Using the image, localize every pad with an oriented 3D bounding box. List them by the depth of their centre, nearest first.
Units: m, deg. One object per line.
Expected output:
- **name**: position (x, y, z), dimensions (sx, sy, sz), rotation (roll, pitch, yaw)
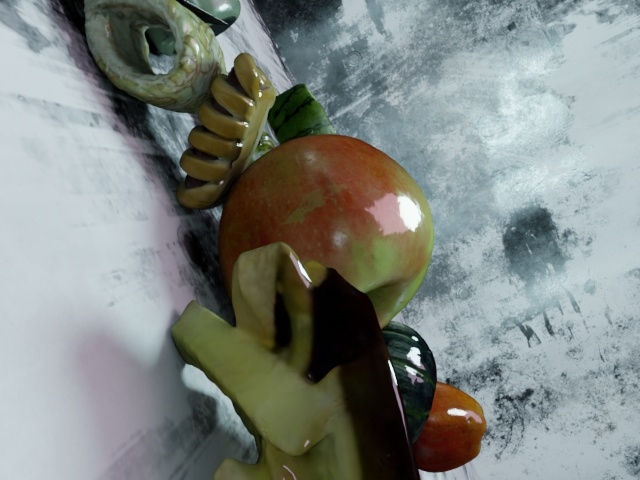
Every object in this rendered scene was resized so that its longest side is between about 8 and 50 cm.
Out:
- **pad**: position (-0.244, -0.342, 0.822), dimensions (0.211, 0.143, 0.003), rotation (7, 101, -56)

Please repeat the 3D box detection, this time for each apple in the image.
- **apple**: position (0.000, 0.000, 0.860), dimensions (0.277, 0.319, 0.319), rotation (52, 2, 29)
- **apple**: position (0.296, 0.474, 1.506), dimensions (0.233, 0.234, 0.234), rotation (62, 10, -19)

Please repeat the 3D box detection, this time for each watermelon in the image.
- **watermelon**: position (-0.045, -0.247, 1.582), dimensions (0.330, 0.190, 0.331), rotation (62, 5, -9)

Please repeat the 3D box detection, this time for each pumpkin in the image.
- **pumpkin**: position (0.096, 0.261, 1.067), dimensions (0.250, 0.217, 0.249), rotation (8, 90, -78)

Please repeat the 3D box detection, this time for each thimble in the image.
- **thimble**: position (-0.226, -0.263, 0.810), dimensions (0.190, 0.137, 0.143), rotation (42, 11, 5)

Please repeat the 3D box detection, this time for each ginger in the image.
- **ginger**: position (-0.021, 0.232, 0.594), dimensions (0.358, 0.212, 0.412), rotation (78, 0, -71)

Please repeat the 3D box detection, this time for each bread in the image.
- **bread**: position (-0.132, -0.150, 0.827), dimensions (0.081, 0.225, 0.134), rotation (26, 16, 3)

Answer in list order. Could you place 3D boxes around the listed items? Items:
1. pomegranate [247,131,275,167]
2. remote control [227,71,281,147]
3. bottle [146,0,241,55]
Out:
- **pomegranate**: position (-0.123, -0.127, 1.037), dimensions (0.138, 0.126, 0.163), rotation (55, 5, 21)
- **remote control**: position (-0.136, -0.189, 1.191), dimensions (0.221, 0.104, 0.331), rotation (-98, 162, -62)
- **bottle**: position (-0.288, -0.496, 0.993), dimensions (0.346, 0.169, 0.168), rotation (58, 11, -12)
